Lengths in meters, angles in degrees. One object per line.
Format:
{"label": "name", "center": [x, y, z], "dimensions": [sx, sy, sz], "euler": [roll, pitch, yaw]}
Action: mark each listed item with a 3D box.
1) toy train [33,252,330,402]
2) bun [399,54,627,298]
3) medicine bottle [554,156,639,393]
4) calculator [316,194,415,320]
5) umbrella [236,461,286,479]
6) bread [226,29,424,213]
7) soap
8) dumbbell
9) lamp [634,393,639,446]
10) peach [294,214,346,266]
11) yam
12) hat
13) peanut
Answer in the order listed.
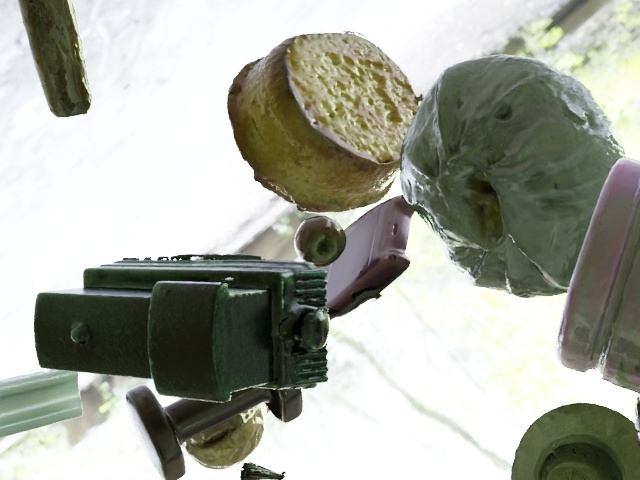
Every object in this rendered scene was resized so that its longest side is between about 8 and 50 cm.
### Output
{"label": "toy train", "center": [-0.152, 0.086, 1.126], "dimensions": [0.330, 0.138, 0.178], "euler": [0, -178, 33]}
{"label": "bun", "center": [0.248, -0.081, 1.518], "dimensions": [0.194, 0.354, 0.354], "euler": [-26, 166, -43]}
{"label": "medicine bottle", "center": [0.396, 0.065, 0.994], "dimensions": [0.212, 0.325, 0.212], "euler": [19, 90, -74]}
{"label": "calculator", "center": [0.047, 0.041, 1.765], "dimensions": [0.294, 0.043, 0.194], "euler": [-37, -150, 43]}
{"label": "umbrella", "center": [-0.082, 0.322, 1.513], "dimensions": [0.083, 0.020, 0.031], "euler": [16, 95, -40]}
{"label": "bread", "center": [0.010, -0.237, 2.197], "dimensions": [0.398, 0.398, 0.215], "euler": [-34, 175, -45]}
{"label": "soap", "center": [-0.550, 0.286, 1.855], "dimensions": [0.173, 0.095, 0.289], "euler": [-13, 176, 32]}
{"label": "dumbbell", "center": [-0.142, 0.222, 1.492], "dimensions": [0.225, 0.124, 0.140], "euler": [-24, 147, -19]}
{"label": "lamp", "center": [0.521, 0.233, 1.456], "dimensions": [0.227, 0.227, 0.227], "euler": [-40, 174, -5]}
{"label": "peach", "center": [-0.002, 0.000, 1.692], "dimensions": [0.083, 0.083, 0.083], "euler": [-40, 174, -5]}
{"label": "yam", "center": [-0.339, -0.304, 1.338], "dimensions": [0.067, 0.317, 0.071], "euler": [14, -146, 40]}
{"label": "hat", "center": [0.431, 0.411, 1.827], "dimensions": [0.257, 0.257, 0.130], "euler": [-39, 162, -17]}
{"label": "peanut", "center": [-0.140, 0.240, 1.694], "dimensions": [0.149, 0.149, 0.313], "euler": [-44, -170, 26]}
